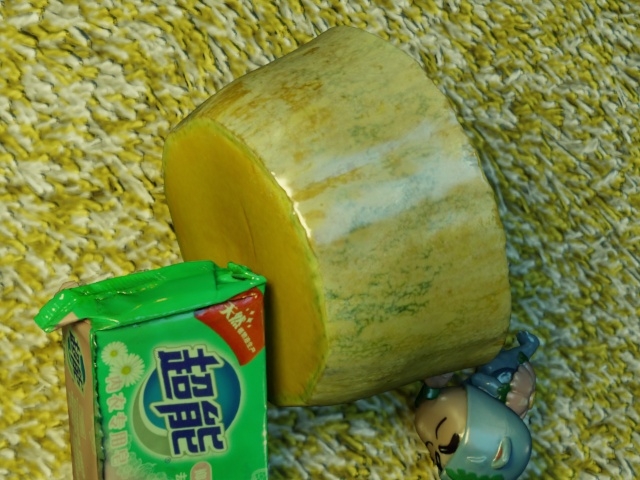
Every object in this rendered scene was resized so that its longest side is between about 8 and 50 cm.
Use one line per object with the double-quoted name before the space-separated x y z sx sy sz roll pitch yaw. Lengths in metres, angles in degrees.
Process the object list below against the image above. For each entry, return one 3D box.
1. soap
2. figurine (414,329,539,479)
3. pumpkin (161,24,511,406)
"soap" -0.126 0.154 1.413 0.218 0.098 0.273 -14 118 -28
"figurine" 0.147 0.159 1.624 0.144 0.114 0.178 33 53 -9
"pumpkin" 0.000 0.000 1.467 0.199 0.332 0.332 -29 92 -23
